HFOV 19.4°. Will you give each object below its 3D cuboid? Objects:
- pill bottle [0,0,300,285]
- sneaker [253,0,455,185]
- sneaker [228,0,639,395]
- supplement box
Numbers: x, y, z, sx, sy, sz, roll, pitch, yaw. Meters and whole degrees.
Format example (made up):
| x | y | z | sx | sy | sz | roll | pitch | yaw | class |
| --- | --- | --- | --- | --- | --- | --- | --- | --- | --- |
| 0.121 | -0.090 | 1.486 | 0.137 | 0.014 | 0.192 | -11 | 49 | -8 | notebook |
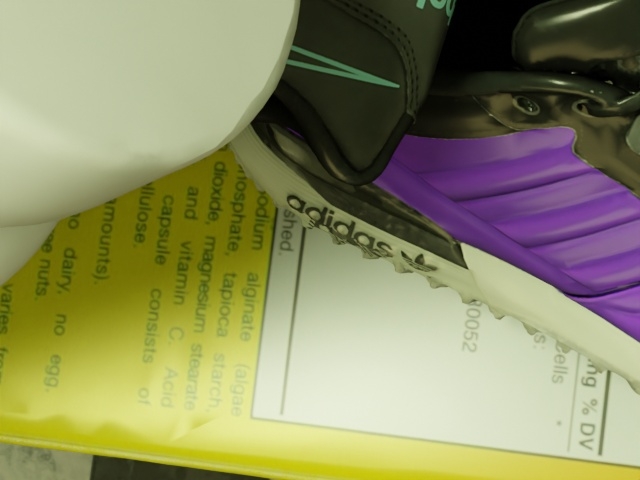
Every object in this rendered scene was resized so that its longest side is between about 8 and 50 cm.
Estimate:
| x | y | z | sx | sy | sz | roll | pitch | yaw | class |
| --- | --- | --- | --- | --- | --- | --- | --- | --- | --- |
| -0.153 | -0.041 | 0.420 | 0.283 | 0.160 | 0.160 | -19 | 160 | 36 | pill bottle |
| -0.092 | -0.081 | 0.511 | 0.267 | 0.106 | 0.101 | 8 | 177 | 13 | sneaker |
| 0.107 | -0.032 | 0.571 | 0.293 | 0.102 | 0.146 | 20 | 148 | 7 | sneaker |
| 0.000 | 0.000 | 0.768 | 0.356 | 0.194 | 0.195 | 7 | 175 | 8 | supplement box |
